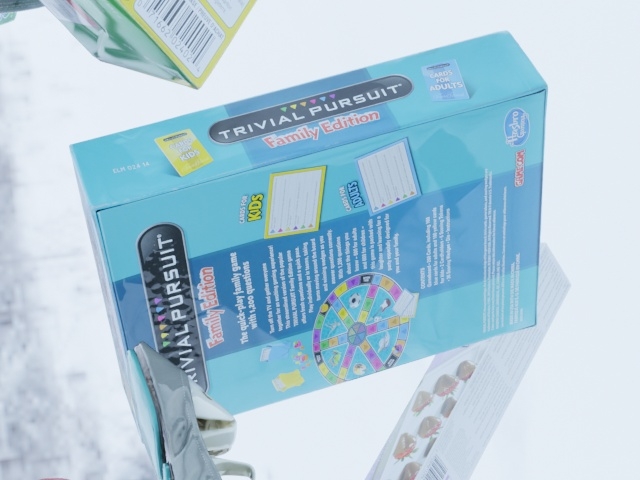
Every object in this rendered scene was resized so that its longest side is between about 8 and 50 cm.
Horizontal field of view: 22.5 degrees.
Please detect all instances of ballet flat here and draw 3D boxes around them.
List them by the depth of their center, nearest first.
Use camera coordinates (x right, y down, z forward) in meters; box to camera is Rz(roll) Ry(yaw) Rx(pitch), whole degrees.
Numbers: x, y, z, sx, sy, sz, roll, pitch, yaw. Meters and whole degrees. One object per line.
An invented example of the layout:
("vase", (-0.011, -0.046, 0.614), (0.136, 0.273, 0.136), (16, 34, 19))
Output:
("ballet flat", (-0.081, 0.145, 1.057), (0.213, 0.068, 0.072), (-111, 19, -50))

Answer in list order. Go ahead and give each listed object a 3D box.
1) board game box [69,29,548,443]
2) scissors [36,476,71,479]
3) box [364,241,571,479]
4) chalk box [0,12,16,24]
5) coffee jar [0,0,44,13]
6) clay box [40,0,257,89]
("board game box", (0.000, 0.000, 1.217), (0.079, 0.336, 0.254), (-116, 15, -44))
("scissors", (-0.135, 0.257, 0.799), (0.021, 0.109, 0.297), (120, 137, -68))
("box", (0.146, 0.135, 1.550), (0.063, 0.324, 0.067), (-5, 131, 42))
("chalk box", (-0.360, -0.273, 1.508), (0.213, 0.132, 0.132), (-41, -35, -62))
("coffee jar", (-0.221, -0.248, 1.139), (0.184, 0.096, 0.079), (114, 141, -53))
("clay box", (-0.025, -0.171, 0.461), (0.053, 0.222, 0.127), (18, 161, 38))
